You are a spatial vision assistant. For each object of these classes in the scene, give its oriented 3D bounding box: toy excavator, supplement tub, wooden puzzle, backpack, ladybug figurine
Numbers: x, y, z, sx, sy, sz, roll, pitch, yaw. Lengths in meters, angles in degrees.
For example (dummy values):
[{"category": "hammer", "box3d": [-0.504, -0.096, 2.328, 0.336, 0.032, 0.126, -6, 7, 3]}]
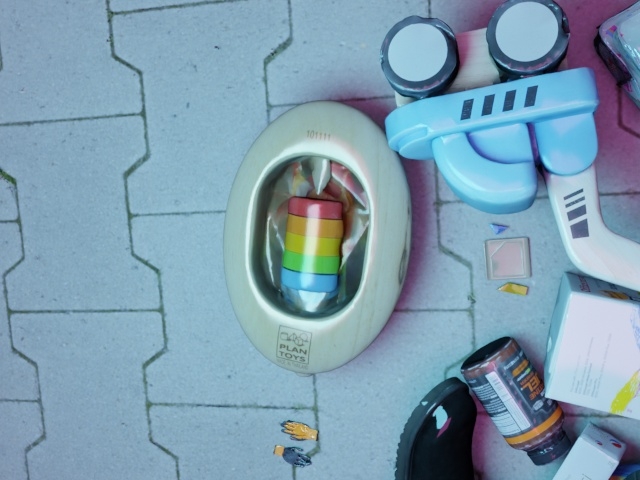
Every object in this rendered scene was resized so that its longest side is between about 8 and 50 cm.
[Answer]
[{"category": "toy excavator", "box3d": [0.319, -0.096, 1.070, 0.433, 0.222, 0.445, -9, 85, 12]}, {"category": "supplement tub", "box3d": [0.319, 0.261, 1.234, 0.106, 0.106, 0.198, -34, 89, 17]}, {"category": "wooden puzzle", "box3d": [0.305, 0.031, 1.252, 0.078, 0.014, 0.116, 2, 99, 10]}, {"category": "backpack", "box3d": [0.505, -0.264, 1.090, 0.166, 0.144, 0.188, -31, 92, 11]}, {"category": "ladybug figurine", "box3d": [0.000, 0.000, 1.250, 0.305, 0.162, 0.449, 12, 100, 12]}]

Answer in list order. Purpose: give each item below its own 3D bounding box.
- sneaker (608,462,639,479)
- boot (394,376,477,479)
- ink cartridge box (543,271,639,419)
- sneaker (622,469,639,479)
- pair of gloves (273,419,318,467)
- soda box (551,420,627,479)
[{"category": "sneaker", "box3d": [0.602, 0.370, 1.186, 0.296, 0.131, 0.112, -1, 138, 32]}, {"category": "boot", "box3d": [0.249, 0.413, 1.211, 0.260, 0.131, 0.348, 29, 121, 37]}, {"category": "ink cartridge box", "box3d": [0.465, 0.161, 1.145, 0.232, 0.171, 0.168, 12, 100, 13]}, {"category": "sneaker", "box3d": [0.498, 0.441, 1.147, 0.139, 0.125, 0.341, 19, 147, 4]}, {"category": "pair of gloves", "box3d": [-0.045, 0.370, 1.395, 0.074, 0.010, 0.083, 16, 103, 12]}, {"category": "soda box", "box3d": [0.401, 0.401, 1.226, 0.069, 0.074, 0.216, 32, 114, 23]}]
